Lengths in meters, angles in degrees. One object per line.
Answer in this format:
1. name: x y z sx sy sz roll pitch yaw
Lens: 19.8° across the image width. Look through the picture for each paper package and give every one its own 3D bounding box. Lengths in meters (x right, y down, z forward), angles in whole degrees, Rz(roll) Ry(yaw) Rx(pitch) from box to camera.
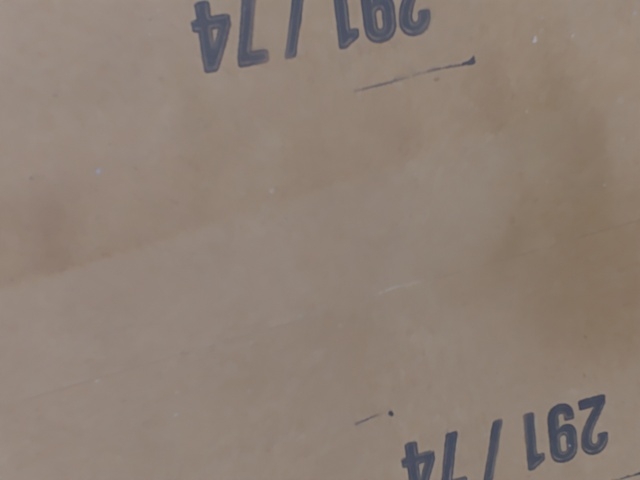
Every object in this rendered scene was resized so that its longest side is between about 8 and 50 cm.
1. paper package: 0.000 0.000 0.541 0.325 0.309 0.168 -18 -159 -12
